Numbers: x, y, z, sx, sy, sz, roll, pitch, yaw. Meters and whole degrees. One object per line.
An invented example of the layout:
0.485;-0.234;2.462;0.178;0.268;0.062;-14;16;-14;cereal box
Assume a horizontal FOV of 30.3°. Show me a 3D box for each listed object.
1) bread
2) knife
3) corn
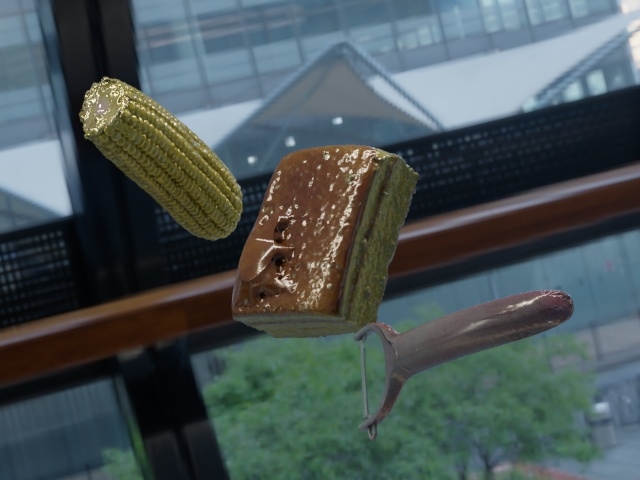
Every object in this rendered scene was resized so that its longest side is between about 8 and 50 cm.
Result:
0.000;0.000;1.464;0.184;0.234;0.110;-3;-29;42;bread
0.123;0.108;1.153;0.053;0.123;0.278;12;-28;-40;knife
-0.129;-0.066;0.976;0.063;0.085;0.165;-19;-39;26;corn
